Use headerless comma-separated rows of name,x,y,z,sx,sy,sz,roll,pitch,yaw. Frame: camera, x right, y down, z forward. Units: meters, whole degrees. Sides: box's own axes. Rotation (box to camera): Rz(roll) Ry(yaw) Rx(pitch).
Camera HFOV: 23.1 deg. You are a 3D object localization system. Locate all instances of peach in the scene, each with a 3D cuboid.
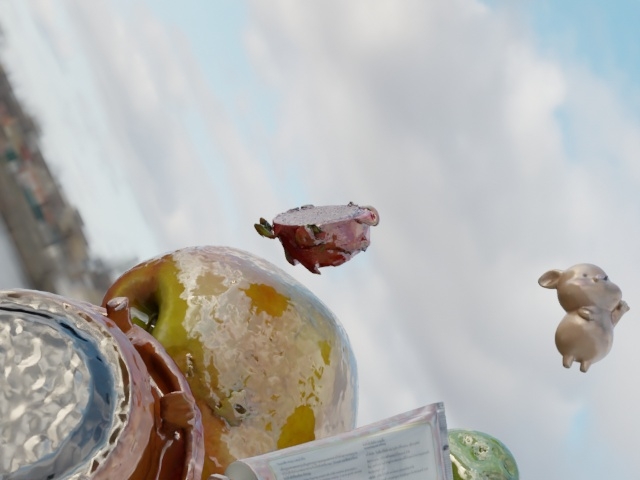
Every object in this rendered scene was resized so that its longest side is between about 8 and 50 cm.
peach,-0.102,0.171,1.830,0.372,0.290,0.372,45,-3,3

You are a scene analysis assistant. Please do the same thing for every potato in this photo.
potato,0.121,0.322,1.709,0.186,0.253,0.148,25,2,23

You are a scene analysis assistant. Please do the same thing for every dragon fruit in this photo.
dragon fruit,0.005,0.000,1.701,0.112,0.126,0.068,8,-71,45

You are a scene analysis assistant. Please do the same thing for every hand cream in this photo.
hand cream,0.013,0.153,1.042,0.043,0.209,0.067,-11,-95,48

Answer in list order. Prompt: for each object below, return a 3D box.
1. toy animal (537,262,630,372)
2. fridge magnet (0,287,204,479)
toy animal,0.313,0.088,1.878,0.083,0.089,0.150,39,47,-35
fridge magnet,-0.286,0.180,1.402,0.364,0.363,0.155,57,-24,36
